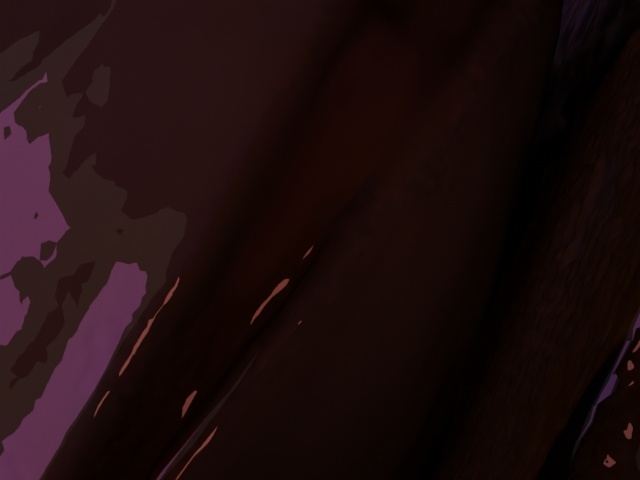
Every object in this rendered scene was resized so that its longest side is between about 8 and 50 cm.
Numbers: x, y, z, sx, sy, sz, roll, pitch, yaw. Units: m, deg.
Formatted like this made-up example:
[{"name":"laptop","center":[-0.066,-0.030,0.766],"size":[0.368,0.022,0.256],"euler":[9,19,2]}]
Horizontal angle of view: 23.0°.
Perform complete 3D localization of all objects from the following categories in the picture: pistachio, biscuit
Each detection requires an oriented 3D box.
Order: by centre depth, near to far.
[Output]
[{"name":"biscuit","center":[0.081,0.014,0.418],"size":[0.226,0.042,0.226],"euler":[-157,90,-89]},{"name":"pistachio","center":[-0.066,0.034,0.615],"size":[0.445,0.281,0.365],"euler":[-57,9,-5]}]
